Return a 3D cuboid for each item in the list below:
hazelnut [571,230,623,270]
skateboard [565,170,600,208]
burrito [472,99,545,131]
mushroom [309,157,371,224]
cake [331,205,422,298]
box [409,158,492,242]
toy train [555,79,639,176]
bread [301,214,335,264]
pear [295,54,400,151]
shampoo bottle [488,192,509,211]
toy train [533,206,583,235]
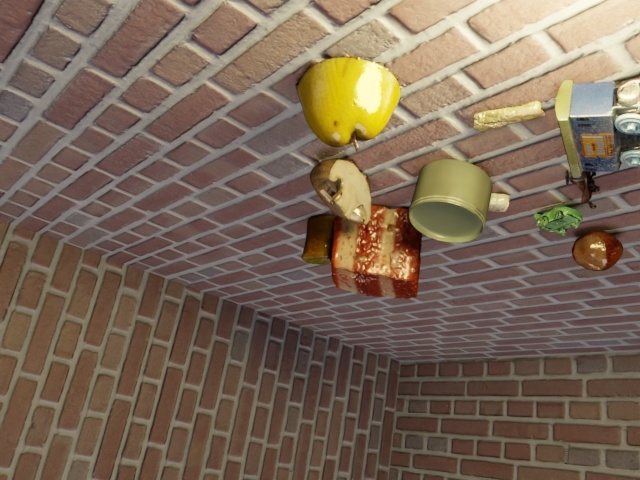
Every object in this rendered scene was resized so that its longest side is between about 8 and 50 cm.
[{"bbox_3d":[0.931,0.030,1.982,0.143,0.143,0.154,26,161,-35],"label":"hazelnut"},{"bbox_3d":[0.748,-0.157,1.684,0.080,0.067,0.151,8,155,32],"label":"skateboard"},{"bbox_3d":[0.459,-0.306,1.444,0.171,0.042,0.051,-5,144,28],"label":"burrito"},{"bbox_3d":[0.051,-0.157,1.863,0.151,0.156,0.285,8,150,37],"label":"mushroom"},{"bbox_3d":[0.201,0.047,2.121,0.319,0.269,0.270,4,158,11],"label":"cake"},{"bbox_3d":[0.387,-0.113,1.757,0.226,0.149,0.226,15,153,8],"label":"box"},{"bbox_3d":[0.666,-0.261,1.367,0.202,0.131,0.300,5,158,32],"label":"toy train"},{"bbox_3d":[0.000,0.000,2.222,0.132,0.172,0.103,-6,156,32],"label":"bread"},{"bbox_3d":[0.056,-0.310,1.429,0.267,0.178,0.267,9,154,5],"label":"pear"},{"bbox_3d":[0.514,-0.125,1.865,0.152,0.045,0.077,6,158,5],"label":"shampoo bottle"},{"bbox_3d":[0.753,-0.070,1.870,0.099,0.081,0.149,17,152,-17],"label":"toy train"}]
